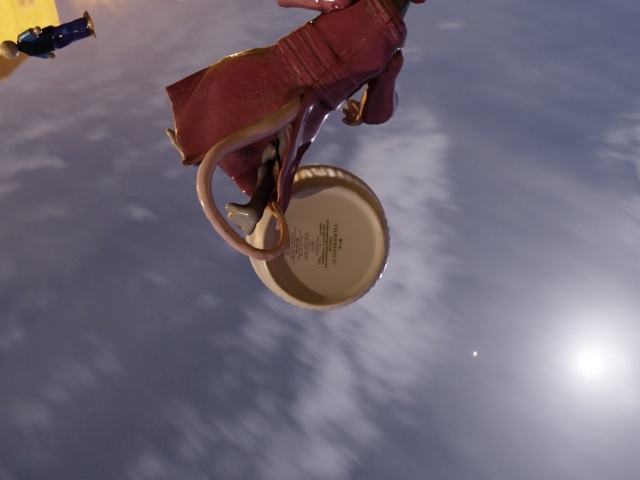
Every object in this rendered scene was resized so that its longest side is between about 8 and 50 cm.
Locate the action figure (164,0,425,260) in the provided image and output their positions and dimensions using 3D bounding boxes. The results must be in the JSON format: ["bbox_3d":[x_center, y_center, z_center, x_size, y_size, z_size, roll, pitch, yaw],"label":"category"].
[{"bbox_3d":[-0.018,-0.201,0.706,0.370,0.248,0.276,-41,-160,10],"label":"action figure"}]

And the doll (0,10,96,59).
[{"bbox_3d":[-0.563,-0.413,1.273,0.188,0.046,0.129,-25,176,-18],"label":"doll"}]

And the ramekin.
[{"bbox_3d":[0.000,0.000,0.851,0.207,0.207,0.109,-5,-171,-5],"label":"ramekin"}]
